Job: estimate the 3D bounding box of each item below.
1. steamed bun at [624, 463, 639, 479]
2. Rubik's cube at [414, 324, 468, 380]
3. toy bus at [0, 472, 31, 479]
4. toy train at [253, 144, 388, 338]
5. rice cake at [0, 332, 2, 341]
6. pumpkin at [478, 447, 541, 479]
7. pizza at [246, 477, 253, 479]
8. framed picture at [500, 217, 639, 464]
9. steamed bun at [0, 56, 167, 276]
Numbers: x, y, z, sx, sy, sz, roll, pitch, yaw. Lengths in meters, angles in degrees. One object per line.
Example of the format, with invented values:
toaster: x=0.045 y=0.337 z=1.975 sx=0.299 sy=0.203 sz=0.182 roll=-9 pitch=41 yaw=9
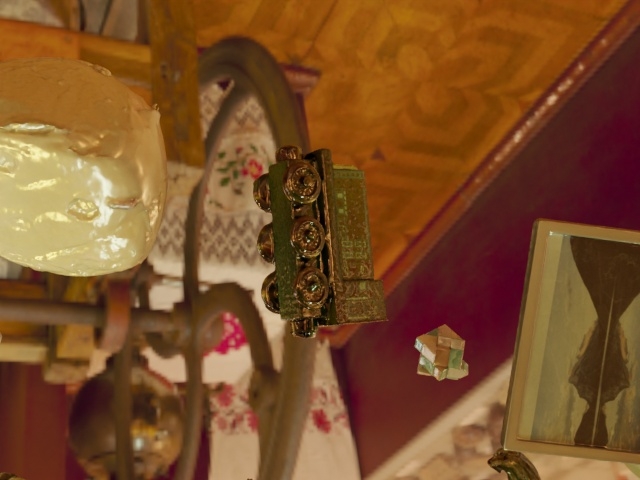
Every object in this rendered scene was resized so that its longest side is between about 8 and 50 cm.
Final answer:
steamed bun: x=0.453 y=0.195 z=1.187 sx=0.273 sy=0.166 sz=0.232 roll=-33 pitch=115 yaw=17
Rubik's cube: x=0.179 y=0.168 z=1.521 sx=0.075 sy=0.084 sz=0.073 roll=-8 pitch=174 yaw=2
toy bus: x=-0.260 y=0.370 z=0.996 sx=0.150 sy=0.128 sz=0.262 roll=-3 pitch=118 yaw=39
toy train: x=0.000 y=0.000 z=1.202 sx=0.137 sy=0.225 sz=0.090 roll=-1 pitch=173 yaw=-37
rice cake: x=-0.372 y=0.061 z=0.883 sx=0.336 sy=0.063 sz=0.066 roll=8 pitch=140 yaw=51
pumpkin: x=0.276 y=0.435 z=1.443 sx=0.296 sy=0.295 sz=0.296 roll=-6 pitch=148 yaw=-4
pizza: x=-0.060 y=0.384 z=1.080 sx=0.034 sy=0.262 sz=0.181 roll=-3 pitch=177 yaw=-6
framed picture: x=0.241 y=0.089 z=0.875 sx=0.150 sy=0.203 sz=0.015 roll=8 pitch=-173 yaw=-3
steamed bun: x=-0.140 y=-0.041 z=0.546 sx=0.130 sy=0.091 sz=0.112 roll=9 pitch=130 yaw=6
